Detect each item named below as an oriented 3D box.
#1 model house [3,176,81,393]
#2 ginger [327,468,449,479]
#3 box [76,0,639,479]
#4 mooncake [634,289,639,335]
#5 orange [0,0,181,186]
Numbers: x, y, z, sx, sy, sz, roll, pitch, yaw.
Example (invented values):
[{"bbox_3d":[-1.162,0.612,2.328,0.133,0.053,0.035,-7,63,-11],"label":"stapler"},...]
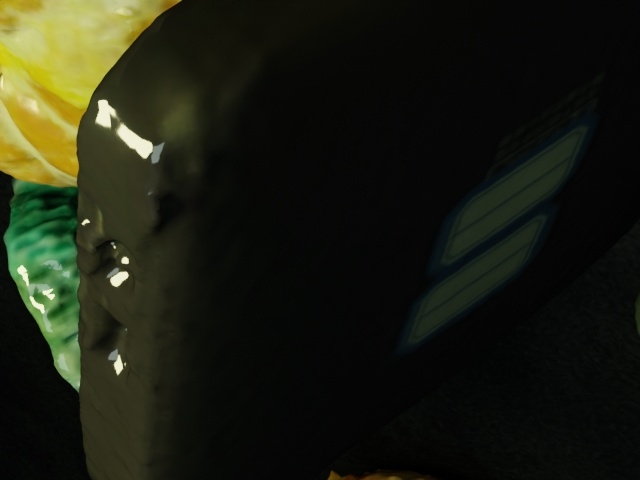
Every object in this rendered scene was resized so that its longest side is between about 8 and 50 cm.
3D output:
[{"bbox_3d":[0.000,0.000,1.029,0.241,0.226,0.261,-19,129,18],"label":"model house"},{"bbox_3d":[0.009,0.295,1.446,0.254,0.176,0.418,42,141,-16],"label":"ginger"},{"bbox_3d":[0.050,-0.045,0.765,0.091,0.359,0.350,44,152,20],"label":"box"},{"bbox_3d":[0.241,0.030,0.911,0.104,0.168,0.175,-14,95,64],"label":"mooncake"},{"bbox_3d":[-0.107,-0.171,0.816,0.329,0.249,0.329,28,155,14],"label":"orange"}]
